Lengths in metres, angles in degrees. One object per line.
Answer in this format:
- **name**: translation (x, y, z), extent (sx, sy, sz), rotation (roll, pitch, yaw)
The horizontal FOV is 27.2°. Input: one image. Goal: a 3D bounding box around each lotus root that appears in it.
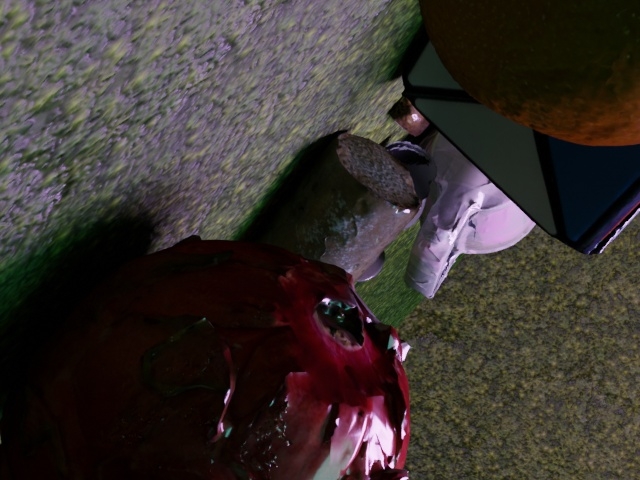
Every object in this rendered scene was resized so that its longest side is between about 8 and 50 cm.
- **lotus root**: translation (0.097, -0.127, 1.340), extent (0.037, 0.030, 0.083), rotation (-48, 171, 8)

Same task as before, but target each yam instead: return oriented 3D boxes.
- **yam**: translation (0.000, 0.000, 1.235), extent (0.194, 0.107, 0.107), rotation (-50, 169, 28)

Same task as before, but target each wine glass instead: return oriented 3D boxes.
- **wine glass**: translation (0.065, -0.031, 1.464), extent (0.079, 0.079, 0.195), rotation (-40, 170, -31)

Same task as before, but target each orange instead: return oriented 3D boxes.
- **orange**: translation (0.189, -0.193, 0.836), extent (0.264, 0.264, 0.264), rotation (-44, 170, -10)

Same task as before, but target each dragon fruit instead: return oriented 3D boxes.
- **dragon fruit**: translation (-0.083, 0.144, 0.966), extent (0.301, 0.296, 0.295), rotation (-37, 176, 28)

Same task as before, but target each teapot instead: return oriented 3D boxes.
- **teapot**: translation (0.160, -0.062, 1.524), extent (0.221, 0.163, 0.178), rotation (-34, 167, -3)

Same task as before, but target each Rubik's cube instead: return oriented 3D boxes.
- **Rubik's cube**: translation (0.257, -0.178, 1.165), extent (0.248, 0.246, 0.250), rotation (-40, 169, -34)
